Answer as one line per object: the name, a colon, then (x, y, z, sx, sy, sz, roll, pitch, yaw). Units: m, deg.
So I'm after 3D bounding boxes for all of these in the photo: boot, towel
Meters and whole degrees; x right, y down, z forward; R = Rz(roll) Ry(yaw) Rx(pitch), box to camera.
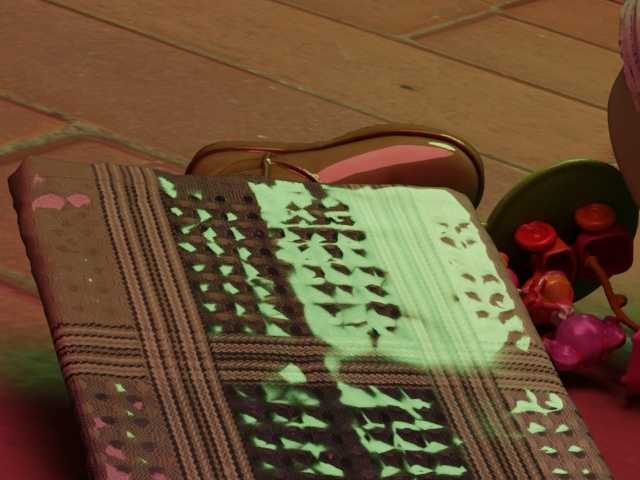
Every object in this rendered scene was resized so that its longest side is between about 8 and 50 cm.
boot: (0.000, 0.000, 1.342, 0.236, 0.089, 0.269, -5, 17, 4)
towel: (-0.005, 0.074, 1.102, 0.312, 0.056, 0.324, 4, 39, -22)

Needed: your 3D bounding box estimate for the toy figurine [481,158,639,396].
toy figurine: (0.179, 0.043, 1.355, 0.173, 0.130, 0.159, -16, 37, -15)

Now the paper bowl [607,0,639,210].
paper bowl: (0.315, -0.069, 1.390, 0.284, 0.148, 0.284, 33, 39, -31)
